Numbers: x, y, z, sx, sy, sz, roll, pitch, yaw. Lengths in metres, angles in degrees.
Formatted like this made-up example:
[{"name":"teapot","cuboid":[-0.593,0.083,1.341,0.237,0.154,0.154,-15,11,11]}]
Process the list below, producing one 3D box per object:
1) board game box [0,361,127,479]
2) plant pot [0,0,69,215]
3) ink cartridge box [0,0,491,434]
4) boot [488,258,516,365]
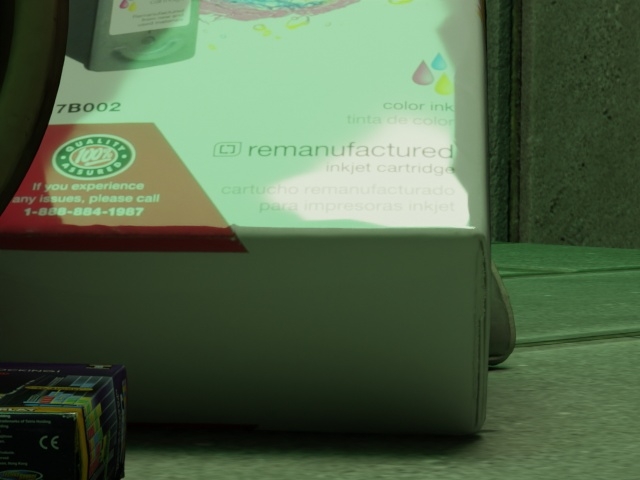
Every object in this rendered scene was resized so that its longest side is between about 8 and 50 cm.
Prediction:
[{"name":"board game box","cuboid":[-0.158,0.070,0.683,0.170,0.048,0.141,1,4,0]},{"name":"plant pot","cuboid":[-0.212,-0.086,0.768,0.263,0.263,0.229,1,0,3]},{"name":"ink cartridge box","cuboid":[-0.031,-0.060,0.956,0.226,0.131,0.306,-1,44,4]},{"name":"boot","cuboid":[-0.002,0.000,1.121,0.208,0.190,0.076,-11,-24,-40]}]
